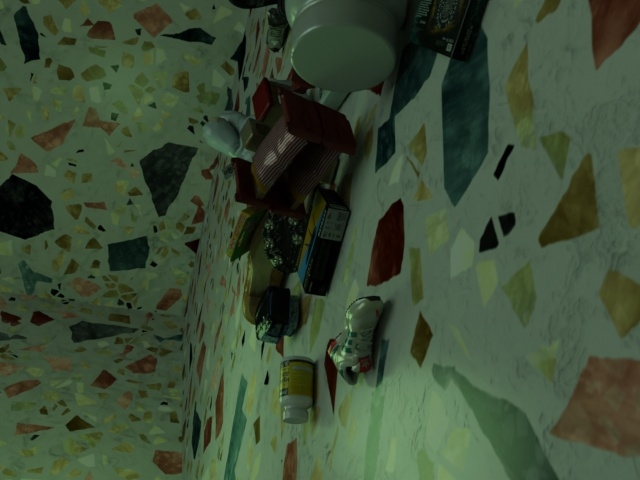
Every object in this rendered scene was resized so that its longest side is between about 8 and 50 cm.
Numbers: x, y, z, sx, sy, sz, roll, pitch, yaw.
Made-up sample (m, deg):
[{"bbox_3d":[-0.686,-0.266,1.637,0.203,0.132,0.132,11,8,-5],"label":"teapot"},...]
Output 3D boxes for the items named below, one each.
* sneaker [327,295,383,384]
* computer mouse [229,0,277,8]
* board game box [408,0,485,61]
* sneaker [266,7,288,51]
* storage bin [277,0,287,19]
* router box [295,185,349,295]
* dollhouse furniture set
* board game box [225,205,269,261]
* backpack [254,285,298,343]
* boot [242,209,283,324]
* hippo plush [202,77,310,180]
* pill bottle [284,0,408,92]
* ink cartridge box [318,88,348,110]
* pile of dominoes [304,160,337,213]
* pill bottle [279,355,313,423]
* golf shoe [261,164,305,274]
[{"bbox_3d":[0.064,0.153,1.014,0.075,0.057,0.161,64,143,37],"label":"sneaker"},{"bbox_3d":[-0.109,-0.637,1.677,0.188,0.272,0.072,-47,60,59],"label":"computer mouse"},{"bbox_3d":[0.177,-0.323,0.936,0.186,0.026,0.126,-115,38,-65],"label":"board game box"},{"bbox_3d":[-0.134,-0.666,2.166,0.229,0.086,0.132,-93,13,-69],"label":"sneaker"},{"bbox_3d":[-0.024,-0.567,1.616,0.091,0.135,0.098,-6,79,64],"label":"storage bin"},{"bbox_3d":[0.000,0.000,1.322,0.133,0.046,0.179,-117,40,-66],"label":"router box"},{"bbox_3d":[-0.076,-0.244,1.342,0.201,0.152,0.374,-51,37,34],"label":"dollhouse furniture set"},{"bbox_3d":[-0.151,-0.041,1.653,0.124,0.039,0.259,-67,-10,25],"label":"board game box"},{"bbox_3d":[-0.096,0.169,1.483,0.114,0.084,0.105,123,154,-43],"label":"backpack"},{"bbox_3d":[-0.139,0.062,1.684,0.211,0.104,0.295,156,128,-79],"label":"boot"},{"bbox_3d":[-0.148,-0.297,1.675,0.237,0.234,0.294,-57,4,29],"label":"hippo plush"},{"bbox_3d":[0.046,-0.449,1.146,0.204,0.204,0.361,131,147,-61],"label":"pill bottle"},{"bbox_3d":[0.053,-0.408,1.389,0.224,0.045,0.223,139,139,-66],"label":"ink cartridge box"},{"bbox_3d":[0.002,-0.182,1.491,0.251,0.040,0.196,-95,19,-66],"label":"pile of dominoes"},{"bbox_3d":[-0.045,0.281,1.274,0.065,0.065,0.116,124,151,-55],"label":"pill bottle"},{"bbox_3d":[-0.070,-0.061,1.540,0.120,0.105,0.273,-6,-90,-69],"label":"golf shoe"}]
